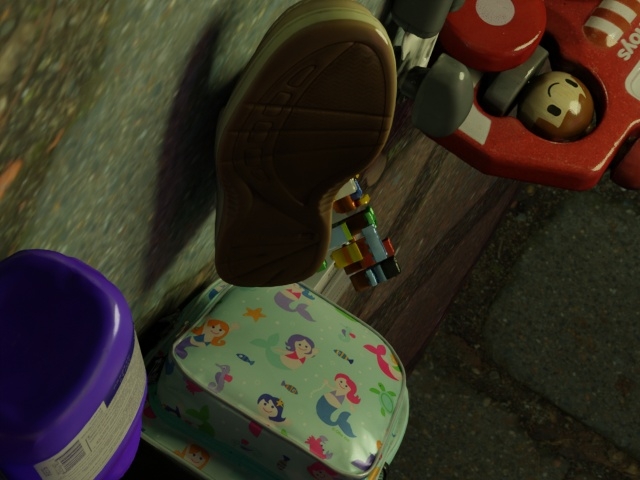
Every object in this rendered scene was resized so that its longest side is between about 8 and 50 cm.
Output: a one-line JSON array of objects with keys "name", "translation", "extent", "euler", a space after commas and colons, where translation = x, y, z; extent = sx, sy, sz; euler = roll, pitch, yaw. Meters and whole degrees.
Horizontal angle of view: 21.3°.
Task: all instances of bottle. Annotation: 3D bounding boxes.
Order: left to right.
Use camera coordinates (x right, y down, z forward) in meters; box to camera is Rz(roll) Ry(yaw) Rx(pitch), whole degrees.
[{"name": "bottle", "translation": [-0.158, 0.098, 1.018], "extent": [0.118, 0.092, 0.283], "euler": [-58, 172, -16]}]

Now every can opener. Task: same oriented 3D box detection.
[{"name": "can opener", "translation": [0.113, -0.191, 1.399], "extent": [0.076, 0.095, 0.283], "euler": [-51, 170, -33]}]

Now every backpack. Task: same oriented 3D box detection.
[{"name": "backpack", "translation": [-0.043, 0.140, 1.357], "extent": [0.191, 0.225, 0.253], "euler": [-58, 177, 31]}]

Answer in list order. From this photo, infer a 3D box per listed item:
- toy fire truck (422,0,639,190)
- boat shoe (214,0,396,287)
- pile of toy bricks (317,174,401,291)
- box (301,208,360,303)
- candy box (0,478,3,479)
[{"name": "toy fire truck", "translation": [0.245, -0.175, 1.633], "extent": [0.302, 0.254, 0.169], "euler": [-52, 170, -25]}, {"name": "boat shoe", "translation": [-0.022, -0.078, 1.143], "extent": [0.302, 0.109, 0.098], "euler": [107, -21, -59]}, {"name": "pile of toy bricks", "translation": [0.000, 0.000, 1.518], "extent": [0.105, 0.118, 0.212], "euler": [-25, -178, 5]}, {"name": "box", "translation": [-0.014, 0.058, 1.779], "extent": [0.145, 0.038, 0.186], "euler": [-54, 169, -14]}, {"name": "candy box", "translation": [-0.175, 0.290, 0.893], "extent": [0.268, 0.317, 0.122], "euler": [-53, 170, -16]}]
